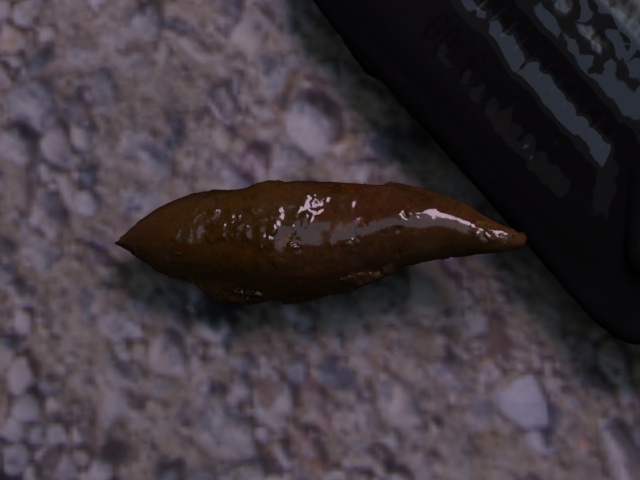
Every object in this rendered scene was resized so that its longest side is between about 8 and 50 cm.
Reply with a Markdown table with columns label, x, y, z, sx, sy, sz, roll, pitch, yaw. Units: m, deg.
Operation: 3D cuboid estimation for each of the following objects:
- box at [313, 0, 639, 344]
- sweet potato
| label | x | y | z | sx | sy | sz | roll | pitch | yaw |
| --- | --- | --- | --- | --- | --- | --- | --- | --- | --- |
| box | 0.169 | -0.133 | 0.916 | 0.289 | 0.073 | 0.290 | -41 | 80 | 8 |
| sweet potato | 0.000 | 0.000 | 0.919 | 0.206 | 0.060 | 0.068 | -4 | 115 | 12 |
